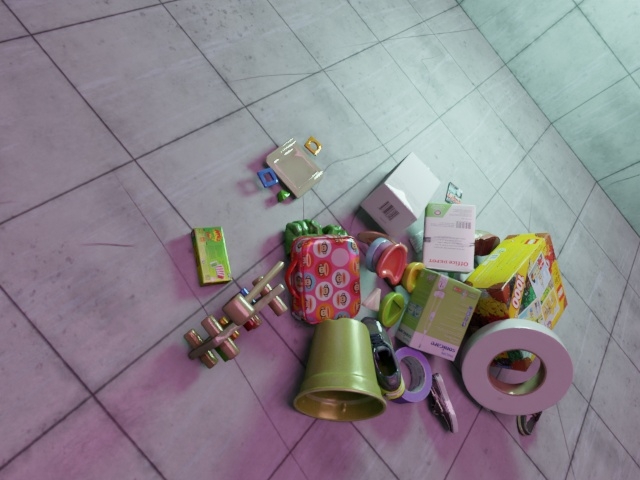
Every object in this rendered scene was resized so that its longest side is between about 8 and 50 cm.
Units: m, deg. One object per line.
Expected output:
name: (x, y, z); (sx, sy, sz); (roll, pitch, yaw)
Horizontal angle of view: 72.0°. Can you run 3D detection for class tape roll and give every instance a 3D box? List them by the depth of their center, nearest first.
tape roll: (0.299, 0.479, 1.568); (0.189, 0.080, 0.189); (13, 63, -27)
tape roll: (0.728, 0.480, 1.656); (0.392, 0.392, 0.072); (45, 22, -6)

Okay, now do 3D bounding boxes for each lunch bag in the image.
lunch bag: (0.002, 0.128, 1.467); (0.258, 0.120, 0.293); (-3, 94, -28)

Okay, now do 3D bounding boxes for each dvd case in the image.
dvd case: (0.649, -0.218, 2.137); (0.087, 0.013, 0.119); (32, 57, -16)

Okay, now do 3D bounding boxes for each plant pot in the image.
plant pot: (0.064, 0.392, 1.371); (0.276, 0.276, 0.254); (23, 47, -21)

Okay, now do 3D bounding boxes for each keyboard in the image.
keyboard: (0.484, -0.022, 1.947); (0.256, 0.014, 0.072); (-27, 85, -37)

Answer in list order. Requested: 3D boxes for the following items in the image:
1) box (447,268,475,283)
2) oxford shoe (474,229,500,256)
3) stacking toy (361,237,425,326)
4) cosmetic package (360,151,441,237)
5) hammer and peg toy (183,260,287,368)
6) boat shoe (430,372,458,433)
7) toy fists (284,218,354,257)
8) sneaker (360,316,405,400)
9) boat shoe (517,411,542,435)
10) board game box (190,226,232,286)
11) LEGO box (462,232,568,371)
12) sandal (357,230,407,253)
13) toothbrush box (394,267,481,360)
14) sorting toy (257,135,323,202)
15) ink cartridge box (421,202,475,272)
box: (0.611, 0.166, 1.894); (0.102, 0.087, 0.101); (34, 55, -15)
oxford shoe: (0.628, 0.017, 1.979); (0.348, 0.123, 0.130); (-3, 26, -22)
stacking toy: (0.232, 0.150, 1.625); (0.309, 0.130, 0.279); (42, 75, -46)
cosmetic package: (0.337, -0.195, 1.802); (0.197, 0.155, 0.365); (47, 40, -2)
hammer and peg toy: (-0.208, 0.210, 1.201); (0.127, 0.361, 0.266); (52, 52, -1)
boat shoe: (0.438, 0.599, 1.611); (0.070, 0.078, 0.219); (-19, 81, -1)
toy fists: (0.000, 0.000, 1.589); (0.279, 0.096, 0.142); (11, 63, -26)
sneaker: (0.205, 0.370, 1.477); (0.111, 0.121, 0.300); (-17, 46, -7)
boat shoe: (0.880, 0.699, 1.830); (0.080, 0.073, 0.223); (41, 54, -10)
board game box: (-0.344, 0.049, 1.387); (0.092, 0.043, 0.181); (-4, 72, -33)
LEGO box: (0.829, 0.240, 1.865); (0.500, 0.193, 0.372); (-34, 108, -37)
sandal: (0.252, 0.037, 1.732); (0.240, 0.088, 0.079); (20, 54, -29)
toothbrush box: (0.435, 0.273, 1.638); (0.206, 0.122, 0.283); (21, 89, -20)
sorting toy: (-0.101, -0.273, 1.682); (0.196, 0.047, 0.348); (51, 53, -8)
ink cartridge box: (0.523, -0.006, 1.813); (0.198, 0.115, 0.273); (5, 79, 9)
